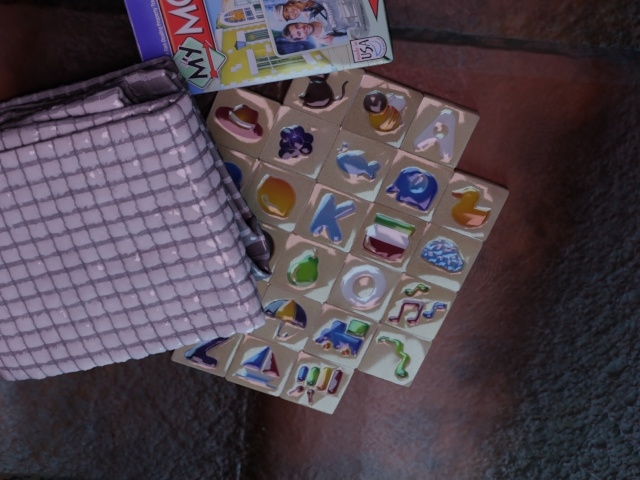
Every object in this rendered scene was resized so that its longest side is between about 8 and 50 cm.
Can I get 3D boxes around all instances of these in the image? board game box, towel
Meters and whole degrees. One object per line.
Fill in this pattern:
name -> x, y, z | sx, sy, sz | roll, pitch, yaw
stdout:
board game box -> -0.070, -0.271, 1.312 | 0.214, 0.046, 0.317 | -9, 126, 6
towel -> -0.200, -0.019, 1.414 | 0.284, 0.121, 0.235 | -15, 116, 17

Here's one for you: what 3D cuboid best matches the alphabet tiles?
alphabet tiles -> 0.000, 0.000, 1.508 | 0.285, 0.011, 0.342 | 20, 114, -12
